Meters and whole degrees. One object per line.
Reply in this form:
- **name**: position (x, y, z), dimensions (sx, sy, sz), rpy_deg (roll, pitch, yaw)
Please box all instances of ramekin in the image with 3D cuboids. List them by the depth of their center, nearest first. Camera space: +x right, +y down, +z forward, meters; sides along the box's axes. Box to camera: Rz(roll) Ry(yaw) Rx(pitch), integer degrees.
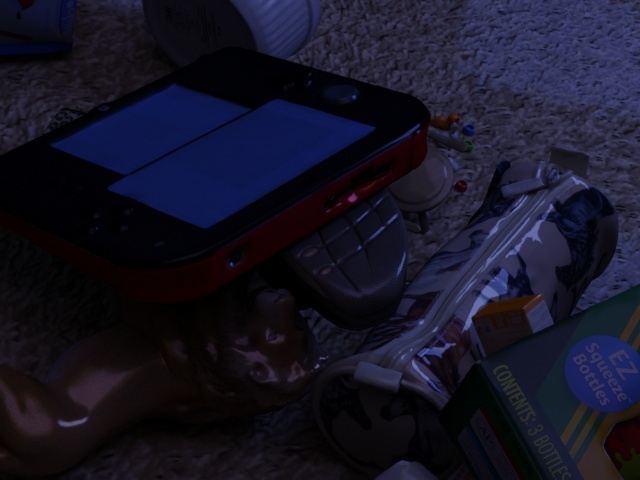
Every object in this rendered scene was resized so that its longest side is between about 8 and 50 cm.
- **ramekin**: position (-0.114, -0.278, 1.684), dimensions (0.207, 0.207, 0.109), rpy_deg (29, 56, 13)

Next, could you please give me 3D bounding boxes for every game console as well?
- **game console**: position (-0.119, -0.084, 1.405), dimensions (0.342, 0.060, 0.386), rpy_deg (26, 43, 38)

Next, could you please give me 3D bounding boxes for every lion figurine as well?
- **lion figurine**: position (-0.204, 0.130, 1.320), dimensions (0.392, 0.142, 0.240), rpy_deg (-31, 66, -23)

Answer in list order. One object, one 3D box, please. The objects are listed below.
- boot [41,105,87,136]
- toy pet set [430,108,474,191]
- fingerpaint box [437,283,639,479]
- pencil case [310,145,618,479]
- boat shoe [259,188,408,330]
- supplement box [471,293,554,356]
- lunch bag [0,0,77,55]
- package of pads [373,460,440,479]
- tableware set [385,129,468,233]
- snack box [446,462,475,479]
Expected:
- **boot**: position (-0.197, -0.121, 1.585), dimensions (0.179, 0.085, 0.236), rpy_deg (19, 43, 7)
- **toy pet set**: position (0.136, -0.132, 1.704), dimensions (0.114, 0.065, 0.122), rpy_deg (14, 44, -3)
- **fingerpaint box**: position (0.370, 0.234, 1.136), dimensions (0.371, 0.163, 0.445), rpy_deg (-22, 71, -16)
- **pencil case**: position (0.154, 0.074, 1.423), dimensions (0.160, 0.183, 0.410), rpy_deg (13, 40, 31)
- **boat shoe**: position (0.000, 0.000, 1.439), dimensions (0.132, 0.130, 0.355), rpy_deg (-14, 32, -12)
- **supplement box**: position (0.186, 0.103, 1.287), dimensions (0.036, 0.062, 0.098), rpy_deg (-33, 103, -45)
- **lunch bag**: position (-0.476, -0.383, 1.585), dimensions (0.385, 0.328, 0.239), rpy_deg (-9, 45, -22)
- **package of pads**: position (0.040, 0.343, 1.091), dimensions (0.296, 0.101, 0.229), rpy_deg (-43, 64, -2)
- **tableware set**: position (0.064, -0.088, 1.647), dimensions (0.194, 0.039, 0.128), rpy_deg (26, 75, 18)
- **snack box**: position (0.220, 0.250, 1.296), dimensions (0.322, 0.060, 0.187), rpy_deg (-35, 97, -39)
